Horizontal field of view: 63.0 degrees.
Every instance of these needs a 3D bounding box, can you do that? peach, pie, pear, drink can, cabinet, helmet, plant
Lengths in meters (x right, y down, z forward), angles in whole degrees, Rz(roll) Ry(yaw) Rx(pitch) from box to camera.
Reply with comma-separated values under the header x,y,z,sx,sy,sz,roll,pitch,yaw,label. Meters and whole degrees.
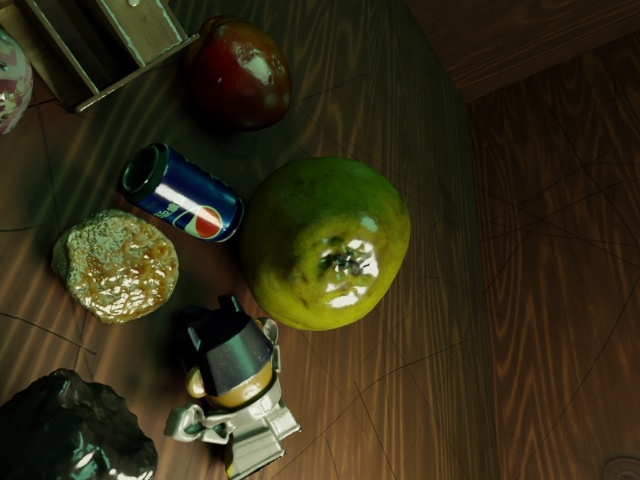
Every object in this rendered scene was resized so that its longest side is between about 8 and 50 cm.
x,y,z,sx,sy,sz,roll,pitch,yaw,label
-0.164,-0.340,1.082,0.243,0.199,0.243,36,43,-42,peach
-0.307,0.041,0.787,0.193,0.079,0.163,42,52,-40,pie
0.000,0.000,1.031,0.413,0.352,0.352,-147,-143,-86,pear
-0.236,-0.078,0.917,0.205,0.118,0.118,32,49,-46,drink can
-0.325,-0.318,0.762,0.215,0.148,0.175,-39,119,-17,cabinet
-0.450,-0.222,0.667,0.177,0.107,0.153,-12,88,-59,helmet
-0.304,0.265,0.559,0.234,0.204,0.178,-47,146,-8,plant

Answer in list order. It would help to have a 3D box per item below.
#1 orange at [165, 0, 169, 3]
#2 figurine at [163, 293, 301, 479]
x,y,z,sx,sy,sz,roll,pitch,yaw,label
-0.333,-0.485,0.919,0.158,0.179,0.237,18,43,-2,orange
-0.141,0.234,0.884,0.308,0.143,0.308,-15,90,-78,figurine
